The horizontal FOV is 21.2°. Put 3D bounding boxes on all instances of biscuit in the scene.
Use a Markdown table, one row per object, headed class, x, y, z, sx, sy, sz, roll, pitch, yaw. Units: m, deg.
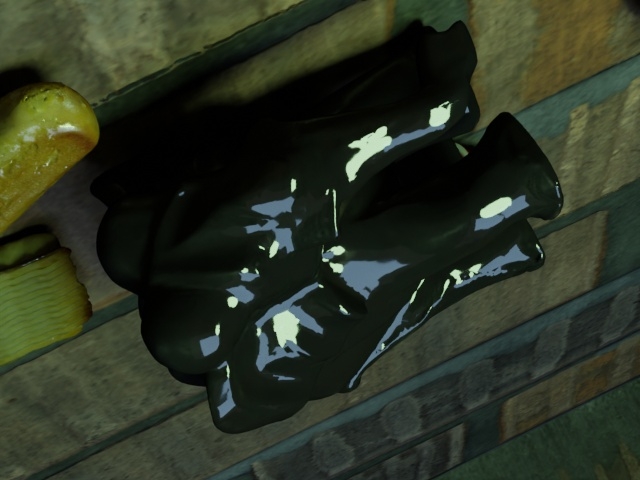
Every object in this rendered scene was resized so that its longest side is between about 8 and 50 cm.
| class | x | y | z | sx | sy | sz | roll | pitch | yaw |
| --- | --- | --- | --- | --- | --- | --- | --- | --- | --- |
| biscuit | -0.275 | 0.071 | 1.120 | 0.254 | 0.029 | 0.172 | -23 | 161 | -10 |

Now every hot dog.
| class | x | y | z | sx | sy | sz | roll | pitch | yaw |
| --- | --- | --- | --- | --- | --- | --- | --- | --- | --- |
| hot dog | -0.203 | -0.023 | 0.933 | 0.066 | 0.047 | 0.216 | 14 | 138 | -42 |

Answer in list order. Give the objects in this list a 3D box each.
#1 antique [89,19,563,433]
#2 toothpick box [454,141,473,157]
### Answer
| class | x | y | z | sx | sy | sz | roll | pitch | yaw |
| --- | --- | --- | --- | --- | --- | --- | --- | --- | --- |
| antique | 0.000 | 0.000 | 1.057 | 0.255 | 0.185 | 0.322 | -26 | 166 | -7 |
| toothpick box | 0.113 | -0.050 | 1.292 | 0.047 | 0.047 | 0.083 | -36 | 160 | 26 |
